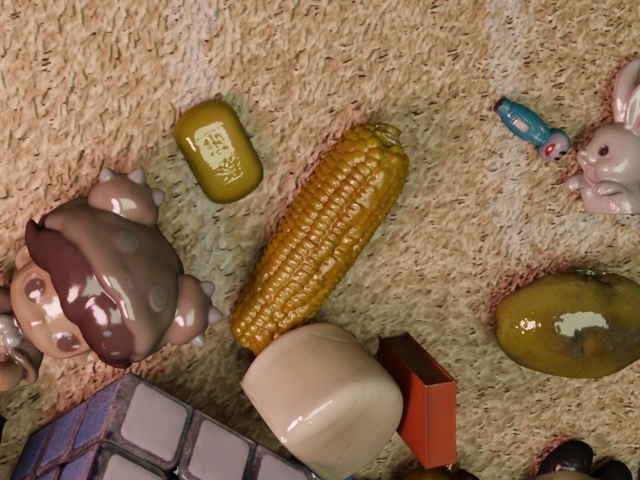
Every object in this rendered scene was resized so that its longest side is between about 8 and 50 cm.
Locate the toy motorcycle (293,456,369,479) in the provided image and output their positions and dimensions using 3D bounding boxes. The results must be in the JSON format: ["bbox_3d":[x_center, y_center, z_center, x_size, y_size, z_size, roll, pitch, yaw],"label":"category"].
[{"bbox_3d":[0.008,0.369,1.546,0.205,0.076,0.114,35,87,-23],"label":"toy motorcycle"}]

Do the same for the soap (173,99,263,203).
[{"bbox_3d":[-0.132,-0.115,1.373,0.089,0.045,0.140,-31,112,-9],"label":"soap"}]

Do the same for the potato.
[{"bbox_3d":[0.378,0.121,1.540,0.248,0.143,0.169,-2,111,-6],"label":"potato"}]

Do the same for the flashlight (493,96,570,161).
[{"bbox_3d":[0.299,-0.159,1.485,0.129,0.051,0.051,33,95,-15],"label":"flashlight"}]

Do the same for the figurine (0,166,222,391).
[{"bbox_3d":[-0.327,0.083,1.308,0.380,0.203,0.248,-27,96,8],"label":"figurine"}]

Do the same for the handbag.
[{"bbox_3d":[0.134,0.219,1.469,0.063,0.190,0.127,-8,107,-15],"label":"handbag"}]

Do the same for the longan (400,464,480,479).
[{"bbox_3d":[0.184,0.395,1.564,0.155,0.145,0.176,21,84,-63],"label":"longan"}]

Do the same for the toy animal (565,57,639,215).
[{"bbox_3d":[0.423,-0.145,1.490,0.131,0.104,0.220,-4,107,-14],"label":"toy animal"}]

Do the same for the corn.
[{"bbox_3d":[0.000,0.000,1.406,0.120,0.120,0.363,28,99,-21],"label":"corn"}]

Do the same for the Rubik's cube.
[{"bbox_3d":[-0.231,0.391,1.301,0.304,0.301,0.305,36,137,-23],"label":"Rubik's cube"}]

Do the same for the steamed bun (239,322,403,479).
[{"bbox_3d":[0.013,0.214,1.416,0.164,0.146,0.241,-41,146,-3],"label":"steamed bun"}]

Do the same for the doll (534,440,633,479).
[{"bbox_3d":[0.433,0.423,1.651,0.234,0.143,0.135,27,121,-22],"label":"doll"}]

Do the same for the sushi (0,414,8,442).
[{"bbox_3d":[-0.507,0.314,1.271,0.215,0.212,0.227,36,125,-23],"label":"sushi"}]
